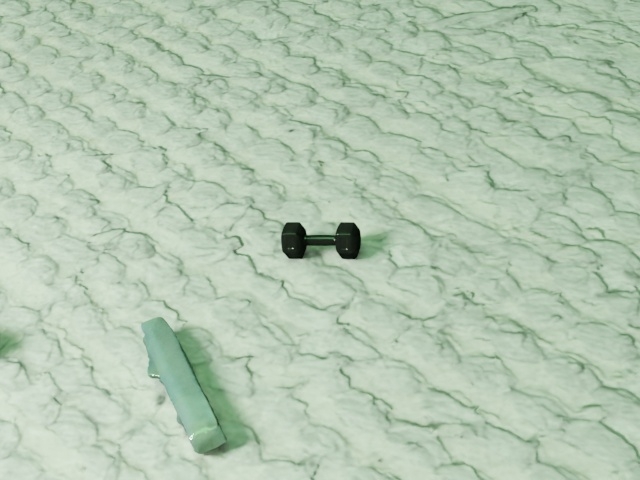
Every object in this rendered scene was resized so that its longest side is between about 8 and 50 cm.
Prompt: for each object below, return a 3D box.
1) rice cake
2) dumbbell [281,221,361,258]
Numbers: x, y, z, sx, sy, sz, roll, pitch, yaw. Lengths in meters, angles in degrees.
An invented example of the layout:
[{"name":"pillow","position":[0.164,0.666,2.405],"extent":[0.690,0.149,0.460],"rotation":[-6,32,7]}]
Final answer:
[{"name":"rice cake","position":[-0.136,0.136,1.100],"extent":[0.042,0.030,0.180],"rotation":[-25,40,-10]},{"name":"dumbbell","position":[0.000,0.000,1.225],"extent":[0.083,0.036,0.040],"rotation":[0,41,14]}]
